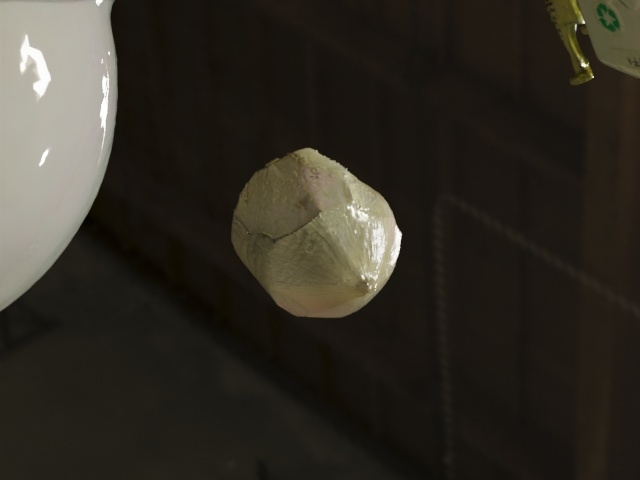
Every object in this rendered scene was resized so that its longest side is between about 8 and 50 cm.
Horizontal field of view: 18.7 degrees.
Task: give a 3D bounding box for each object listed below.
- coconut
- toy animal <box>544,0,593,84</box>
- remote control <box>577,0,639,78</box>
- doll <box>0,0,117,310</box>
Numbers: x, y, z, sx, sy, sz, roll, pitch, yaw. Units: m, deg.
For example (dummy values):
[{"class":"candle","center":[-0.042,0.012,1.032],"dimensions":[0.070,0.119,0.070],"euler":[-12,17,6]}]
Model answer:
[{"class":"coconut","center":[0.000,0.000,1.331],"dimensions":[0.124,0.110,0.110],"euler":[39,-34,44]},{"class":"toy animal","center":[0.260,-0.253,1.932],"dimensions":[0.073,0.181,0.136],"euler":[-21,-67,23]},{"class":"remote control","center":[0.161,-0.188,1.099],"dimensions":[0.090,0.049,0.230],"euler":[26,-34,52]},{"class":"doll","center":[-0.109,-0.081,0.438],"dimensions":[0.221,0.221,0.251],"euler":[51,-3,13]}]
